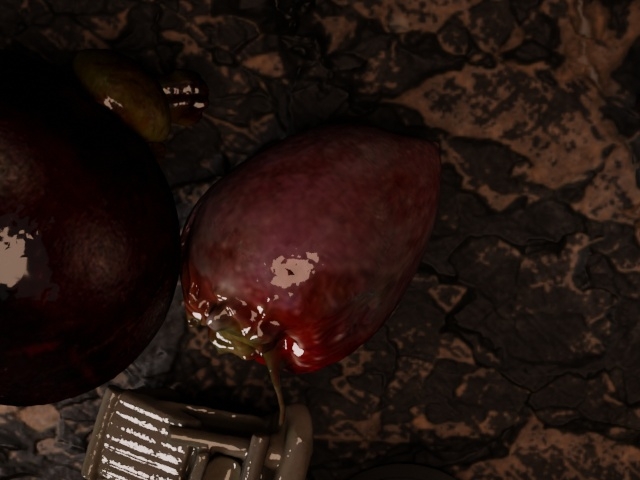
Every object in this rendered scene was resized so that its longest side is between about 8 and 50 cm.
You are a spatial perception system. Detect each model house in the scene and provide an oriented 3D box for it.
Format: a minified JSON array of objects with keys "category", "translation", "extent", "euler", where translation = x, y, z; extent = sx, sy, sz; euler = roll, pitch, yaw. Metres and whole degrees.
[{"category":"model house","translation":[-0.113,0.216,1.569],"extent":[0.188,0.122,0.229],"euler":[12,112,-4]}]

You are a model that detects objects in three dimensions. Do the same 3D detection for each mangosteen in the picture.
[{"category":"mangosteen","translation":[-0.238,-0.023,1.389],"extent":[0.297,0.297,0.293],"euler":[31,107,-12]}]

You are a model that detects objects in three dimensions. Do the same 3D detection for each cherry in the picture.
[{"category":"cherry","translation":[0.000,0.000,1.466],"extent":[0.249,0.175,0.192],"euler":[-40,131,-5]}]

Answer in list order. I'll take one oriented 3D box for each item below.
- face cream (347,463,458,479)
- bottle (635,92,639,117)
[{"category":"face cream","translation":[0.069,0.299,1.575],"extent":[0.177,0.153,0.177],"euler":[1,102,5]},{"category":"bottle","translation":[0.320,-0.064,1.514],"extent":[0.060,0.060,0.164],"euler":[-33,107,10]}]
